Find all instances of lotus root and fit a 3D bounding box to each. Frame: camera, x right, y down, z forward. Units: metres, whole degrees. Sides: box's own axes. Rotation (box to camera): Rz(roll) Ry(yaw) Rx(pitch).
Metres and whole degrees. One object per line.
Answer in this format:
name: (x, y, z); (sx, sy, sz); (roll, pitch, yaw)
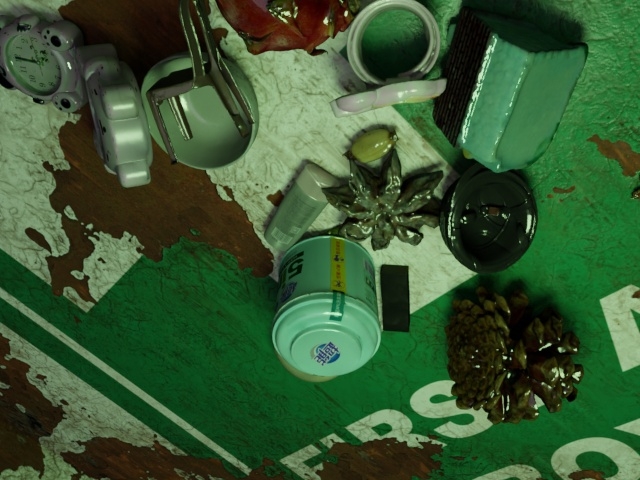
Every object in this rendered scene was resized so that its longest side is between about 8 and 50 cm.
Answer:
lotus root: (0.125, -0.230, 1.426); (0.150, 0.062, 0.073); (-20, 139, 29)

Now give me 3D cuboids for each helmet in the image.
helmet: (0.381, -0.066, 1.399); (0.231, 0.160, 0.278); (-21, 108, -8)

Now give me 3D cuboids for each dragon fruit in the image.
dragon fruit: (-0.089, -0.500, 1.184); (0.315, 0.250, 0.250); (-6, 135, -31)

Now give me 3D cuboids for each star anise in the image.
star anise: (0.167, -0.083, 1.468); (0.332, 0.117, 0.331); (3, 138, 3)

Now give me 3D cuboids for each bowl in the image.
bowl: (-0.275, -0.329, 1.416); (0.287, 0.144, 0.287); (7, 127, 10)

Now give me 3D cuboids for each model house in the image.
model house: (0.360, -0.323, 1.234); (0.249, 0.230, 0.280); (43, 135, 37)

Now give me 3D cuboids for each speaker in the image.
speaker: (0.217, 0.170, 1.694); (0.082, 0.044, 0.218); (2, 124, 15)

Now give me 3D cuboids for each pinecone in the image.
pinecone: (0.527, 0.298, 1.531); (0.384, 0.384, 0.384); (8, 126, 11)

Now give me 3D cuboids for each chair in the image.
chair: (-0.276, -0.353, 1.204); (0.183, 0.175, 0.326); (-15, 117, 9)

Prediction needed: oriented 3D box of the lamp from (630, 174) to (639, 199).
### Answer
lamp: (0.754, -0.132, 1.339); (0.063, 0.031, 0.083); (3, 122, 12)

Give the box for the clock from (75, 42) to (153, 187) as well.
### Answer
clock: (-0.489, -0.295, 1.397); (0.113, 0.322, 0.295); (-15, 128, -21)

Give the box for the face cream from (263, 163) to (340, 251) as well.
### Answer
face cream: (-0.057, -0.083, 1.573); (0.107, 0.073, 0.269); (28, 127, -12)

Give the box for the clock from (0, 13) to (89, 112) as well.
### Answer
clock: (-0.717, -0.458, 1.487); (0.248, 0.090, 0.227); (14, 127, 8)

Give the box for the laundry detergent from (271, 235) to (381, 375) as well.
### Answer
laundry detergent: (0.017, 0.189, 1.568); (0.287, 0.305, 0.287); (1, 128, 1)

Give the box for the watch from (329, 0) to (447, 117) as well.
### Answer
watch: (0.137, -0.395, 1.251); (0.248, 0.211, 0.217); (-7, 104, 13)

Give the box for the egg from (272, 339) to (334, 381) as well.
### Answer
egg: (-0.039, 0.350, 1.815); (0.286, 0.174, 0.264); (-22, 112, 32)

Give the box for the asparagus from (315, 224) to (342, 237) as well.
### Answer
asparagus: (0.000, 0.000, 1.644); (0.165, 0.030, 0.036); (-27, 127, 29)
